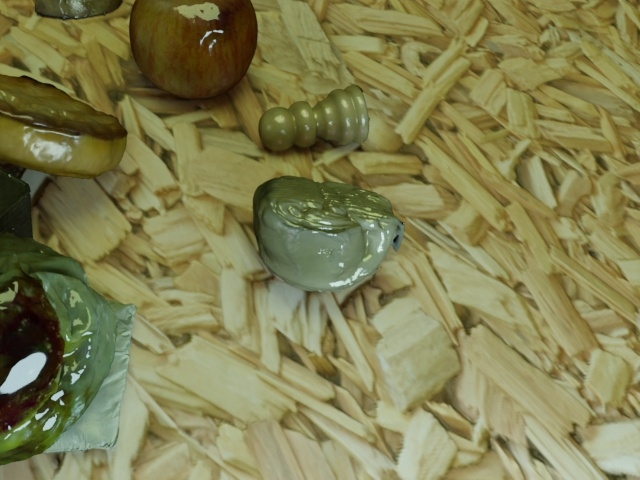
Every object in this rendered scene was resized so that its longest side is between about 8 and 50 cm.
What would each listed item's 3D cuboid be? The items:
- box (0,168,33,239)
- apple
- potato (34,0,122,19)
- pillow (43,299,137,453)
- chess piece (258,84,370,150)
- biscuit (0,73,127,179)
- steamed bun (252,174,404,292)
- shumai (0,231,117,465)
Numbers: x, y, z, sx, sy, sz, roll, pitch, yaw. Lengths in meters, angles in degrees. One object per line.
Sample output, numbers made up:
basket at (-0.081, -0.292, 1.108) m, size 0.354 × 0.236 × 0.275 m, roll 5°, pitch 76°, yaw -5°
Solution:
box at (-0.538, -0.032, 1.392) m, size 0.273 × 0.143 × 0.184 m, roll 27°, pitch 48°, yaw 14°
apple at (-0.204, -0.336, 1.710) m, size 0.211 × 0.188 × 0.211 m, roll 4°, pitch 43°, yaw -4°
potato at (-0.412, -0.452, 1.847) m, size 0.100 × 0.089 × 0.172 m, roll 34°, pitch 49°, yaw 17°
pillow at (-0.304, 0.163, 1.313) m, size 0.128 × 0.051 × 0.229 m, roll 3°, pitch 48°, yaw -4°
chess piece at (-0.016, -0.190, 1.675) m, size 0.170 × 0.094 × 0.094 m, roll -10°, pitch 49°, yaw -13°
biscuit at (-0.423, -0.167, 1.503) m, size 0.296 × 0.102 × 0.296 m, roll 20°, pitch 12°, yaw -4°
steamed bun at (0.002, 0.000, 1.464) m, size 0.211 × 0.144 × 0.218 m, roll 10°, pitch 15°, yaw -12°
shumai at (-0.380, 0.095, 1.125) m, size 0.304 × 0.263 × 0.309 m, roll 40°, pitch 67°, yaw -2°
